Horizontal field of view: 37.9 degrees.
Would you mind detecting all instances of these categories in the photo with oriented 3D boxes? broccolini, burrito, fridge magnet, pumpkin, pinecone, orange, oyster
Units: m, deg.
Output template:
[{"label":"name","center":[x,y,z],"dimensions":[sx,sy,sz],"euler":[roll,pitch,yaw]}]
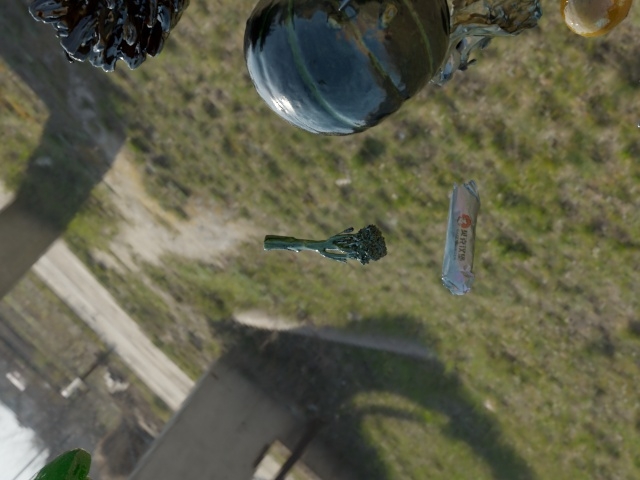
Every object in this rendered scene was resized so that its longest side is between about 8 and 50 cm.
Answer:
[{"label":"broccolini","center":[0.000,0.000,0.886],"dimensions":[0.140,0.030,0.035],"euler":[5,122,35]},{"label":"burrito","center":[0.248,-0.005,1.642],"dimensions":[0.064,0.203,0.064],"euler":[6,165,2]},{"label":"fridge magnet","center":[-0.343,0.347,1.136],"dimensions":[0.088,0.208,0.208],"euler":[39,163,-15]},{"label":"pumpkin","center":[0.038,-0.310,1.411],"dimensions":[0.241,0.323,0.323],"euler":[50,160,-26]},{"label":"pinecone","center":[-0.318,-0.408,1.432],"dimensions":[0.242,0.296,0.298],"euler":[36,138,-20]},{"label":"orange","center":[0.301,-0.262,1.014],"dimensions":[0.070,0.083,0.083],"euler":[39,163,-12]},{"label":"oyster","center":[0.287,-0.384,1.583],"dimensions":[0.115,0.351,0.238],"euler":[42,161,-9]}]

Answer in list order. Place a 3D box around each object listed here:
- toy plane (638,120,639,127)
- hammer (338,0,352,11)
[{"label":"toy plane","center":[0.471,-0.119,0.962],"dimensions":[0.267,0.088,0.212],"euler":[19,-175,3]},{"label":"hammer","center":[-0.023,-0.378,1.228],"dimensions":[0.199,0.062,0.013],"euler":[41,-166,18]}]
